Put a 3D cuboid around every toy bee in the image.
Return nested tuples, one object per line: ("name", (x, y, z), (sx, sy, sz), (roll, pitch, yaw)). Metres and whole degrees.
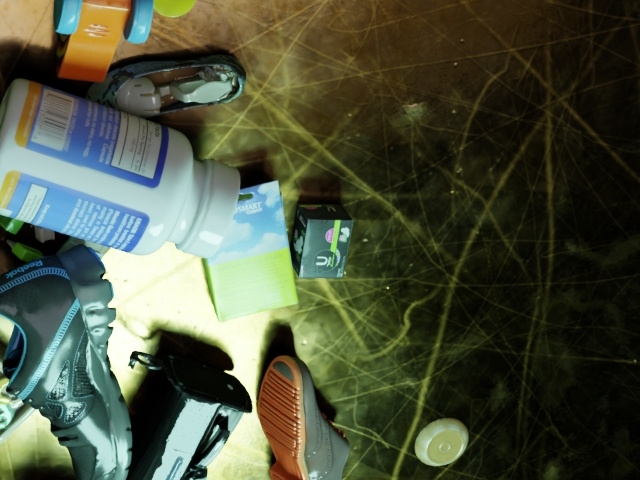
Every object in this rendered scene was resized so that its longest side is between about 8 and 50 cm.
("toy bee", (-0.211, -0.286, 1.327), (0.195, 0.298, 0.162), (14, 69, -40))

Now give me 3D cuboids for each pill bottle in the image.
("pill bottle", (-0.236, -0.070, 1.437), (0.272, 0.152, 0.152), (18, 109, -19))

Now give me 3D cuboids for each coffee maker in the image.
("coffee maker", (-0.200, 0.245, 1.656), (0.171, 0.120, 0.178), (28, 105, -4))

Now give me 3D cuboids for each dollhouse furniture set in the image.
("dollhouse furniture set", (-0.325, -0.010, 1.527), (0.152, 0.058, 0.076), (28, 98, -47))

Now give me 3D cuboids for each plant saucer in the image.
("plant saucer", (0.178, 0.295, 1.847), (0.083, 0.015, 0.083), (-8, 118, -14))

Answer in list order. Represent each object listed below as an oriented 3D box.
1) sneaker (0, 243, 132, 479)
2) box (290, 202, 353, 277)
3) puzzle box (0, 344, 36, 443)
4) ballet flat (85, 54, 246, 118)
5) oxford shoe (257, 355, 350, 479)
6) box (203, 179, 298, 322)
("sneaker", (-0.314, 0.169, 1.541), (0.140, 0.125, 0.340), (-15, 116, -21))
("box", (0.000, 0.000, 1.619), (0.062, 0.052, 0.083), (0, 117, -18))
("puzzle box", (-0.566, 0.157, 1.517), (0.272, 0.052, 0.409), (-43, 121, 7))
("ballet flat", (-0.175, -0.173, 1.468), (0.188, 0.070, 0.070), (-16, 119, -9))
("oxford shoe", (-0.018, 0.260, 1.736), (0.098, 0.097, 0.271), (-23, 127, -29))
("box", (-0.094, 0.008, 1.598), (0.109, 0.042, 0.178), (-14, 119, -11))
